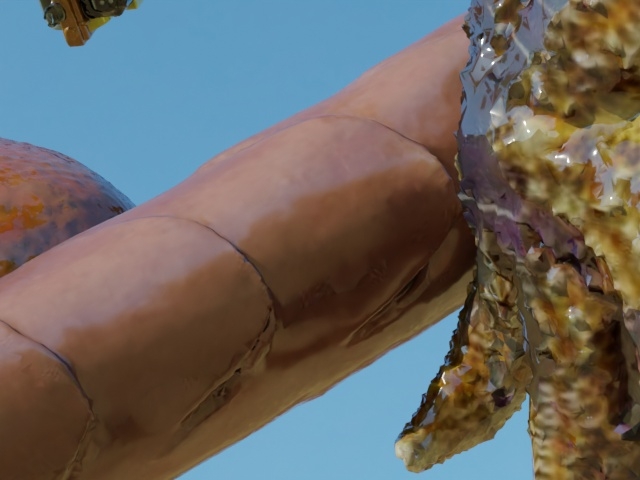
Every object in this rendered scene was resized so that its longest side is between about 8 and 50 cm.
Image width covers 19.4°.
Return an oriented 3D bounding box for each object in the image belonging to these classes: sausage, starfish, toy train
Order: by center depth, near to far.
[{"bbox_3d":[0.062,-0.028,0.464,0.071,0.238,0.216,-10,-16,-25],"label":"starfish"},{"bbox_3d":[0.000,0.000,0.567,0.433,0.088,0.088,-30,-27,-13],"label":"sausage"},{"bbox_3d":[-0.213,-0.278,1.901,0.127,0.219,0.089,-2,-56,23],"label":"toy train"}]

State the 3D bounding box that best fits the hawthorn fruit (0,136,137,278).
[{"bbox_3d":[-0.170,0.035,0.794,0.199,0.251,0.199,-30,-42,-31],"label":"hawthorn fruit"}]
